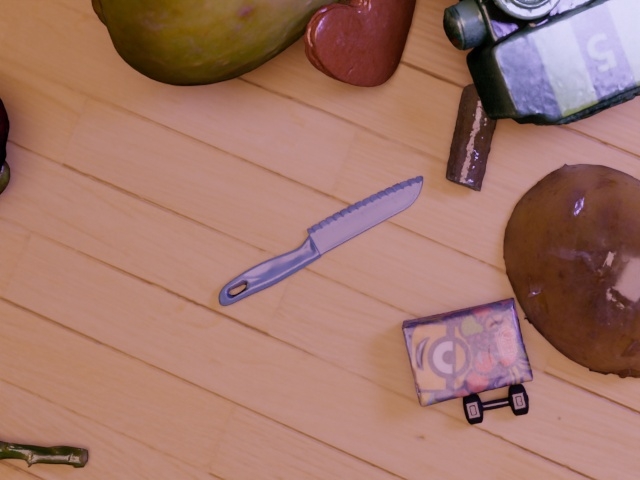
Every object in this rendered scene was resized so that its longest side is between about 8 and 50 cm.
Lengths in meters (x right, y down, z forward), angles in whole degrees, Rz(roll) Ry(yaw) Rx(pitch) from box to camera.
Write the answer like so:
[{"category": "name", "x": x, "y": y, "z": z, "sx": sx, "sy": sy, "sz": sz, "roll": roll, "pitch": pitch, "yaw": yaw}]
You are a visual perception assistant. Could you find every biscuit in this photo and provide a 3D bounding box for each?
[{"category": "biscuit", "x": 0.057, "y": -0.287, "z": 1.575, "sx": 0.036, "sy": 0.186, "sz": 0.192, "roll": 16, "pitch": 94, "yaw": 36}]

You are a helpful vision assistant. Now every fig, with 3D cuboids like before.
[{"category": "fig", "x": -0.119, "y": -0.323, "z": 1.562, "sx": 0.326, "sy": 0.258, "sz": 0.258, "roll": -8, "pitch": 89, "yaw": -11}]

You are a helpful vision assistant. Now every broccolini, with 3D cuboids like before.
[{"category": "broccolini", "x": -0.419, "y": 0.289, "z": 1.687, "sx": 0.216, "sy": 0.058, "sz": 0.067, "roll": 8, "pitch": 129, "yaw": 4}]

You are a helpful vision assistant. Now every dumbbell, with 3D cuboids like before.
[{"category": "dumbbell", "x": 0.223, "y": 0.208, "z": 1.620, "sx": 0.083, "sy": 0.040, "sz": 0.036, "roll": -12, "pitch": 58, "yaw": 7}]

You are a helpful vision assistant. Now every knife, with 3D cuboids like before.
[{"category": "knife", "x": 0.000, "y": 0.000, "z": 1.662, "sx": 0.313, "sy": 0.019, "sz": 0.044, "roll": -28, "pitch": 84, "yaw": 4}]

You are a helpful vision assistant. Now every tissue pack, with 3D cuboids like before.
[{"category": "tissue pack", "x": 0.186, "y": 0.140, "z": 1.613, "sx": 0.148, "sy": 0.060, "sz": 0.109, "roll": -14, "pitch": 89, "yaw": 5}]

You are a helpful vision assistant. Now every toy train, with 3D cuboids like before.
[{"category": "toy train", "x": 0.303, "y": -0.267, "z": 1.526, "sx": 0.299, "sy": 0.167, "sz": 0.238, "roll": -24, "pitch": 98, "yaw": -5}]

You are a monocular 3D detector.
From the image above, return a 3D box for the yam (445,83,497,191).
[{"category": "yam", "x": 0.194, "y": -0.132, "z": 1.620, "sx": 0.054, "sy": 0.054, "sz": 0.132, "roll": 12, "pitch": 92, "yaw": 7}]

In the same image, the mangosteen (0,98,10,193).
[{"category": "mangosteen", "x": -0.492, "y": -0.125, "z": 1.637, "sx": 0.216, "sy": 0.216, "sz": 0.216, "roll": 0, "pitch": 90, "yaw": 7}]

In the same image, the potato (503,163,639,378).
[{"category": "potato", "x": 0.360, "y": 0.045, "z": 1.572, "sx": 0.239, "sy": 0.116, "sz": 0.299, "roll": -42, "pitch": 84, "yaw": 9}]
